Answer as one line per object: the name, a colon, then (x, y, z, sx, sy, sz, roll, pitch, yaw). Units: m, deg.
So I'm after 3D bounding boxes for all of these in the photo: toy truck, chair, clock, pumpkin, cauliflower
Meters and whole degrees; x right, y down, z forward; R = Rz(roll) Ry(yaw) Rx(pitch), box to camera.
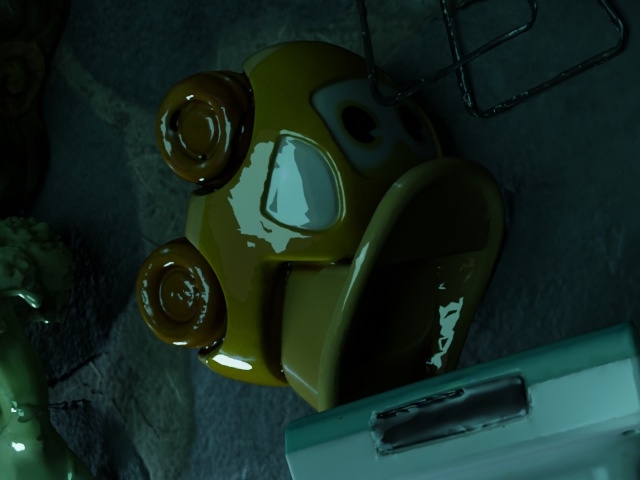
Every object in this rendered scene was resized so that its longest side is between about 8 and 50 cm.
toy truck: (0.000, 0.000, 1.238, 0.211, 0.204, 0.288, 19, 106, 32)
chair: (0.100, -0.217, 1.197, 0.145, 0.140, 0.221, -27, 73, 33)
clock: (0.148, 0.146, 1.101, 0.262, 0.231, 0.116, -21, 71, 30)
pumpkin: (-0.389, -0.173, 1.513, 0.242, 0.232, 0.325, 11, 95, 39)
cauliflower: (-0.332, 0.116, 1.461, 0.327, 0.260, 0.281, -48, 58, 52)
